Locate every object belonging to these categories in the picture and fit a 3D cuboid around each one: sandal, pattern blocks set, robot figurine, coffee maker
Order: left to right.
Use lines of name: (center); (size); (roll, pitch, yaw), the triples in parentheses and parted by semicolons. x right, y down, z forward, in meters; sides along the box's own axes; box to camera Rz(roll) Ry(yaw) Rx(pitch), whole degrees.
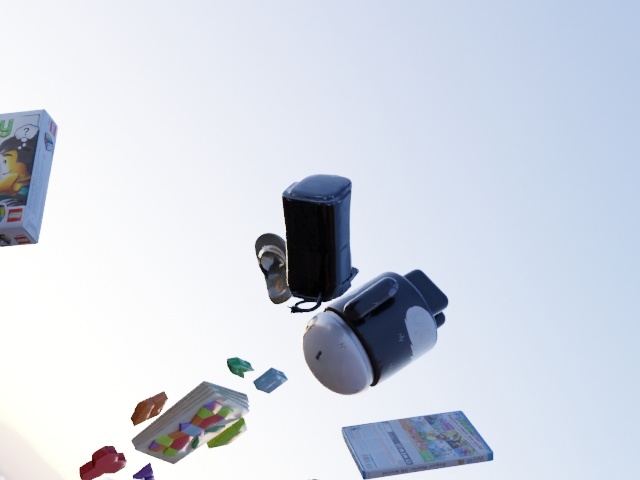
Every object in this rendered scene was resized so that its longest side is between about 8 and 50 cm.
pattern blocks set: (-0.217, 0.308, 1.742); (0.285, 0.325, 0.026); (19, 32, -53)
sandal: (-0.095, 0.047, 2.053); (0.049, 0.072, 0.180); (46, 22, -44)
coffee maker: (0.000, 0.000, 1.690); (0.171, 0.120, 0.178); (-88, 175, -63)
robot figurine: (0.097, 0.162, 1.896); (0.174, 0.278, 0.209); (15, -48, 62)

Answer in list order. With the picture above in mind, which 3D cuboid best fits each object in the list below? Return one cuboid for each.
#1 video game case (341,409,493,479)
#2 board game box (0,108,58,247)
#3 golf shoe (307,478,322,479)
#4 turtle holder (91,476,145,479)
video game case: (0.120, 0.257, 1.323); (0.119, 0.166, 0.015); (-127, -148, -69)
board game box: (-0.522, -0.075, 1.429); (0.306, 0.192, 0.053); (-5, -31, 9)
golf shoe: (-0.023, 0.299, 1.158); (0.198, 0.077, 0.093); (-4, -57, 11)
turtle holder: (-0.184, 0.318, 0.878); (0.227, 0.320, 0.243); (28, -70, 46)
